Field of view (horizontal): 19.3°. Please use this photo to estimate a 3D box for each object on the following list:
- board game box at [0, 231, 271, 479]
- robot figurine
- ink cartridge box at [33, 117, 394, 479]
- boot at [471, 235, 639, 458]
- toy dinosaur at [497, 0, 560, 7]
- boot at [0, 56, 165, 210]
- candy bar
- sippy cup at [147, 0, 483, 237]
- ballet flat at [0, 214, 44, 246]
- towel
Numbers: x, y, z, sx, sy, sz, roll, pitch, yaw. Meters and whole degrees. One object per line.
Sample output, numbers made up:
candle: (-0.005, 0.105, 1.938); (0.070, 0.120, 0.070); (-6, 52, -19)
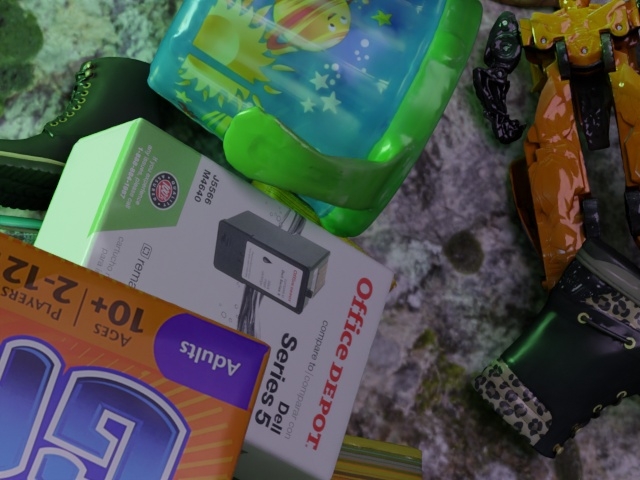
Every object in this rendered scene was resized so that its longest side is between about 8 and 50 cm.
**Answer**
board game box: (-0.299, 0.205, 1.276); (0.357, 0.356, 0.356); (23, 66, -15)
robot figurine: (0.256, -0.097, 1.746); (0.211, 0.085, 0.291); (-8, 74, 6)
ink cartridge box: (-0.095, 0.057, 1.510); (0.273, 0.115, 0.198); (30, 66, -28)
boot: (0.269, 0.131, 1.667); (0.236, 0.085, 0.178); (40, 98, -12)
toy dinosaur: (0.208, -0.251, 1.824); (0.212, 0.064, 0.112); (12, 98, -16)
boot: (-0.219, -0.099, 1.583); (0.198, 0.077, 0.137); (7, 65, -35)
candy bar: (0.000, 0.000, 1.664); (0.161, 0.018, 0.040); (38, 66, -7)
sippy cup: (-0.015, -0.154, 1.591); (0.224, 0.305, 0.240); (27, 86, -8)
ballet flat: (-0.301, 0.001, 1.521); (0.188, 0.070, 0.070); (11, 69, -17)
towel: (0.032, 0.273, 1.561); (0.102, 0.021, 0.237); (13, 57, -14)
